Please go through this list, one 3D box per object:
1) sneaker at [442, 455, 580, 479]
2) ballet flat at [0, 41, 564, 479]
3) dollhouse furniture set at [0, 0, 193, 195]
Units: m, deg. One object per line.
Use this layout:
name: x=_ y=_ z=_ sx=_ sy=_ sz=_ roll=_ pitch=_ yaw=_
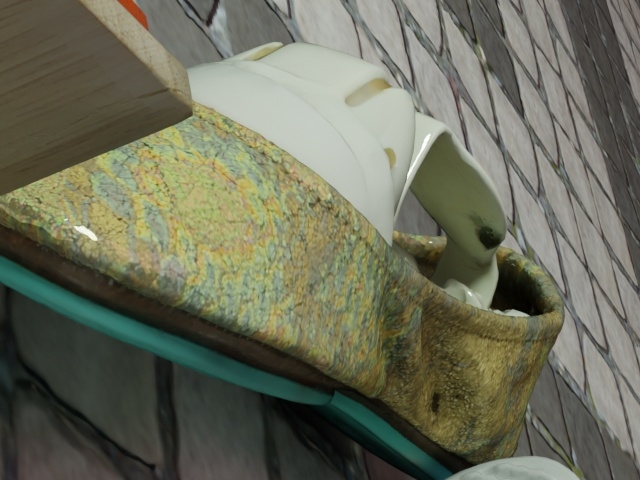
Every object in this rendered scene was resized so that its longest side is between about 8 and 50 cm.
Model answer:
sneaker: x=0.063 y=0.216 z=0.603 sx=0.161 sy=0.102 sz=0.282 roll=59 pitch=30 yaw=-37
ballet flat: x=0.000 y=0.000 z=0.608 sx=0.348 sy=0.123 sz=0.123 roll=35 pitch=36 yaw=-63
dollhouse furniture set: x=-0.115 y=-0.117 z=0.394 sx=0.262 sy=0.135 sz=0.259 roll=43 pitch=30 yaw=-53
